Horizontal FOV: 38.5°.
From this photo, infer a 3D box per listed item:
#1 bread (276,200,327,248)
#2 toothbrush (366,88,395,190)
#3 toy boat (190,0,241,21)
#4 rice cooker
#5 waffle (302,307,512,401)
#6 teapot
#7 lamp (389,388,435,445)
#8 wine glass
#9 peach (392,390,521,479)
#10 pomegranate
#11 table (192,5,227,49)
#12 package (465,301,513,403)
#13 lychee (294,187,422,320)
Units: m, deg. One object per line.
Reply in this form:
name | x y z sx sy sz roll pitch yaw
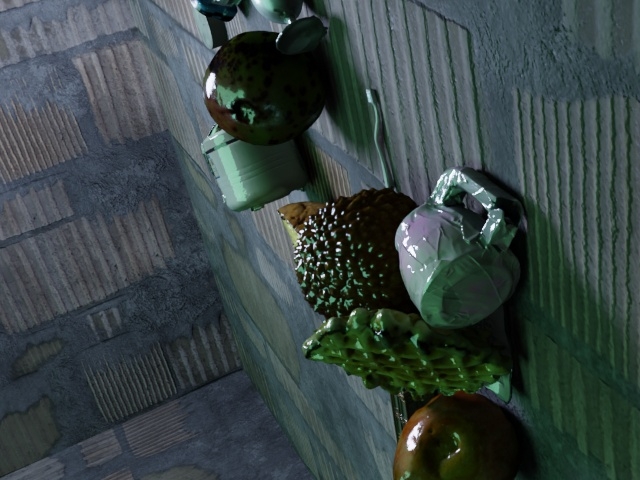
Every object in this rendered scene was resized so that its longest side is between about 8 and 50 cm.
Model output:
bread | 0.010 -0.001 2.034 0.260 0.134 0.129 59 173 40
toothbrush | 0.110 -0.177 1.653 0.022 0.017 0.204 25 136 53
toy boat | -0.276 -0.657 2.160 0.092 0.134 0.298 -43 63 35
rice cooker | -0.156 -0.197 2.167 0.244 0.226 0.226 66 165 -7
waffle | 0.137 0.185 1.498 0.297 0.317 0.073 -32 43 57
teapot | 0.190 0.005 1.364 0.221 0.163 0.178 84 162 -44
lamp | 0.210 0.401 2.005 0.089 0.090 0.325 49 158 47
wine glass | -0.077 -0.461 1.734 0.103 0.103 0.222 98 149 -62
peach | 0.236 0.389 1.628 0.214 0.236 0.214 54 168 17
pomegranate | -0.091 -0.309 1.857 0.242 0.306 0.242 6 103 27
table | -0.293 -0.574 2.416 0.133 0.043 0.133 59 163 30
package | 0.272 0.149 1.536 0.166 0.040 0.231 -146 44 -60
lychee | 0.085 0.045 1.582 0.267 0.268 0.267 58 163 31
